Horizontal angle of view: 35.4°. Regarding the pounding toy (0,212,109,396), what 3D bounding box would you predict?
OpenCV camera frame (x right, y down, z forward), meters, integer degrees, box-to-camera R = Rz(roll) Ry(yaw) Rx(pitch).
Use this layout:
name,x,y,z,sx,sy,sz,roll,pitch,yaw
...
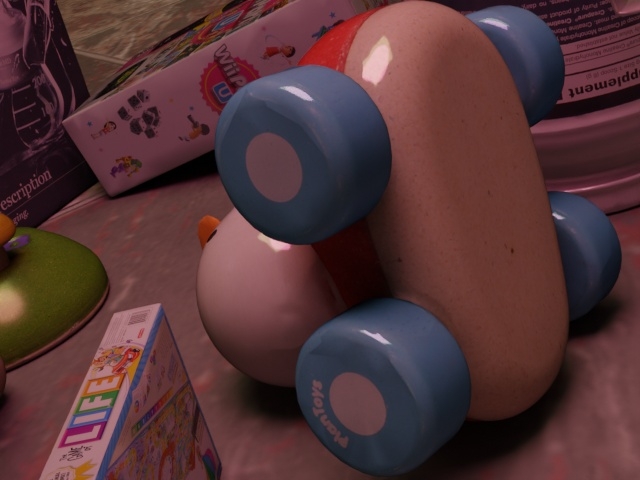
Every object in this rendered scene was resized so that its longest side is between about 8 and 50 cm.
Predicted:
name,x,y,z,sx,sy,sz,roll,pitch,yaw
pounding toy,-0.271,0.029,0.737,0.182,0.110,0.237,-8,25,18

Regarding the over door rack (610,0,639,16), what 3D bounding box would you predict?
name,x,y,z,sx,sy,sz,roll,pitch,yaw
over door rack,0.335,-0.152,0.524,0.324,0.108,0.239,15,43,27

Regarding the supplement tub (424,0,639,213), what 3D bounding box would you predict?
name,x,y,z,sx,sy,sz,roll,pitch,yaw
supplement tub,0.163,-0.172,0.696,0.191,0.272,0.191,-13,25,6

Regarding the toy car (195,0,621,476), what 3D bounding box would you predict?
name,x,y,z,sx,sy,sz,roll,pitch,yaw
toy car,0.000,0.000,0.548,0.238,0.210,0.219,-12,11,40

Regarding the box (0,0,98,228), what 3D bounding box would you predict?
name,x,y,z,sx,sy,sz,roll,pitch,yaw
box,-0.395,-0.131,0.910,0.178,0.313,0.343,-2,28,28

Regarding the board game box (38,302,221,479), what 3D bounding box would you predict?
name,x,y,z,sx,sy,sz,roll,pitch,yaw
board game box,-0.081,0.111,0.450,0.026,0.103,0.154,-13,24,8

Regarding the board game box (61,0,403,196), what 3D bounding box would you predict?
name,x,y,z,sx,sy,sz,roll,pitch,yaw
board game box,-0.077,-0.180,1.000,0.303,0.097,0.224,-23,22,20
